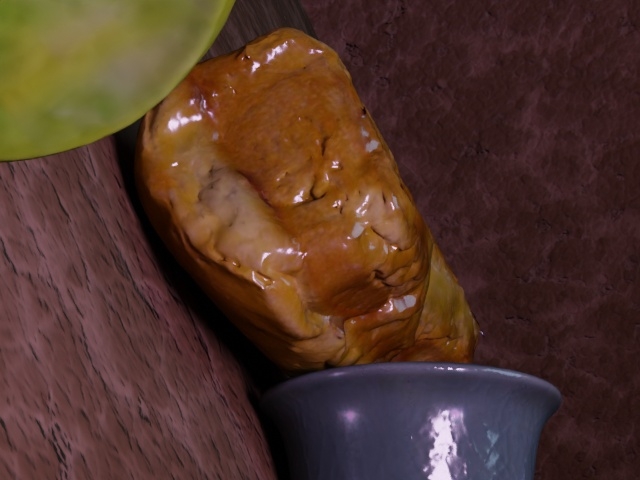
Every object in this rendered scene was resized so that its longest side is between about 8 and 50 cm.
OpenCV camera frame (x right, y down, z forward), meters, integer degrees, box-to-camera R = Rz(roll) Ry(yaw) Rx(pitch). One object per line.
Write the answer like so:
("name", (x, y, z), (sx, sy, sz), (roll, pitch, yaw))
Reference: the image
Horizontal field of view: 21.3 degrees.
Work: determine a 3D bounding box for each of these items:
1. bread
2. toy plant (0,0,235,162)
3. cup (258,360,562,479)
("bread", (-0.004, 0.005, 1.123), (0.195, 0.148, 0.344), (64, 4, 23))
("toy plant", (-0.139, -0.168, 0.657), (0.224, 0.184, 0.316), (40, 12, -34))
("cup", (0.058, 0.173, 1.093), (0.199, 0.199, 0.150), (51, 37, -66))
